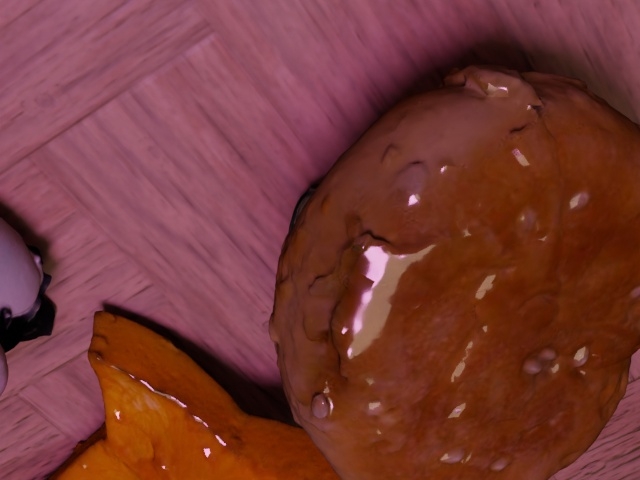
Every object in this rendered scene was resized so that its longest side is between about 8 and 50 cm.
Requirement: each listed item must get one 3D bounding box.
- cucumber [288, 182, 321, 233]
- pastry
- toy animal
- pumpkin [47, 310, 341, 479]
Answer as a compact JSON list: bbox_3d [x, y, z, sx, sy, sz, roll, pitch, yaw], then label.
[{"bbox_3d":[0.000,0.000,0.706,0.067,0.035,0.107,-17,126,-19],"label":"cucumber"},{"bbox_3d":[0.096,0.026,0.640,0.284,0.184,0.316,1,115,-24],"label":"pastry"},{"bbox_3d":[-0.274,0.067,0.640,0.138,0.179,0.166,-31,116,30],"label":"toy animal"},{"bbox_3d":[-0.098,0.214,0.756,0.290,0.095,0.258,30,123,10],"label":"pumpkin"}]
